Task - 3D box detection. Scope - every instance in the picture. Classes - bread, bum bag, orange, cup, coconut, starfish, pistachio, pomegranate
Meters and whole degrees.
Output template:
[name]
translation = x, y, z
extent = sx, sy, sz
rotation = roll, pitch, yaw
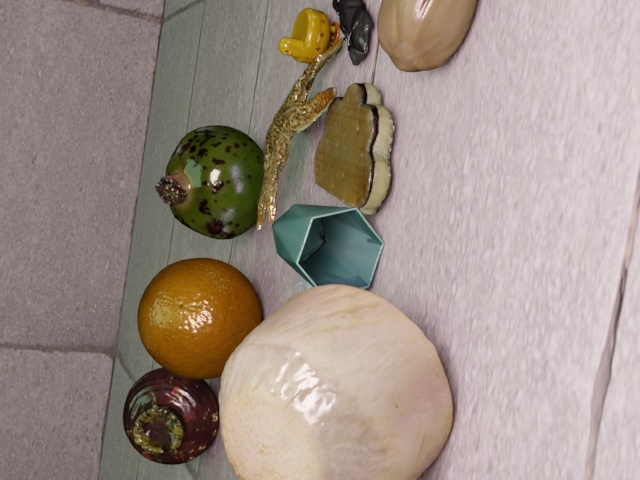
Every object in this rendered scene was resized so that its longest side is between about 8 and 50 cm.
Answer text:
[bread]
translation = 0.060, -0.161, 1.384
extent = 0.286, 0.056, 0.208
rotation = -134, 55, -63
[bum bag]
translation = 0.053, -0.399, 1.483
extent = 0.087, 0.049, 0.198
rotation = 113, 152, -43
[orange]
translation = -0.254, 0.167, 1.763
extent = 0.274, 0.274, 0.274
rotation = -173, 90, -67
[cup]
translation = 0.000, 0.000, 1.399
extent = 0.235, 0.148, 0.134
rotation = -148, 51, -71
[coconut]
translation = 0.025, 0.206, 1.100
extent = 0.328, 0.328, 0.329
rotation = -173, 90, -67
[starfish]
translation = -0.056, -0.192, 1.524
extent = 0.347, 0.078, 0.358
rotation = -49, 20, 49
[pistachio]
translation = 0.156, -0.341, 1.144
extent = 0.226, 0.135, 0.136
rotation = -68, 27, 18
[pomegranate]
translation = -0.238, -0.125, 1.825
extent = 0.254, 0.270, 0.254
rotation = 17, 116, 40

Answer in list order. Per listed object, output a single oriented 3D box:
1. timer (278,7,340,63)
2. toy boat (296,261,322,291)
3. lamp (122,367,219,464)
[timer]
translation = -0.031, -0.396, 1.600
extent = 0.107, 0.109, 0.107
rotation = -172, 90, -67
[toy boat]
translation = 0.013, 0.155, 1.398
extent = 0.210, 0.070, 0.292
rotation = -31, 49, 53
[lamp]
translation = -0.356, 0.419, 1.970
extent = 0.247, 0.246, 0.247
rotation = -173, 90, -67
